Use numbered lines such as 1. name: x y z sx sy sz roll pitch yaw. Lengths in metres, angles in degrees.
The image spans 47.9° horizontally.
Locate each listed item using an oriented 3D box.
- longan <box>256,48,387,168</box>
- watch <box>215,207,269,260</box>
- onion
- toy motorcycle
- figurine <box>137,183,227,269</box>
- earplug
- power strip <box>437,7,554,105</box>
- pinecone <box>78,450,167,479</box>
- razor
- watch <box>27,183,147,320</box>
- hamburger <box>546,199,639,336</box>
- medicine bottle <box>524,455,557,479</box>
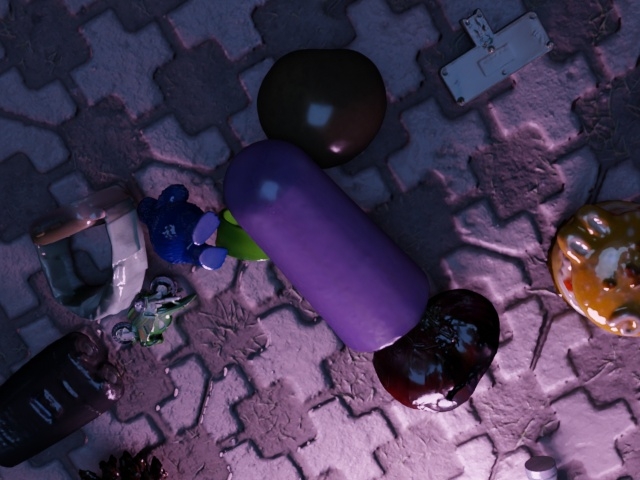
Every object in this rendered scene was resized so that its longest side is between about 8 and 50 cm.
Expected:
1. longan: 0.005 -0.259 1.363 0.248 0.248 0.248 0 101 2
2. watch: -0.121 -0.023 1.438 0.165 0.152 0.131 15 112 6
3. onion: 0.240 0.215 1.454 0.281 0.221 0.280 -12 120 -21
4. toy motorcycle: -0.356 0.161 1.533 0.106 0.074 0.190 38 99 -15
5. figurine: -0.292 -0.027 1.409 0.121 0.262 0.164 -18 108 -35
6. earplug: 0.000 0.000 1.335 0.215 0.215 0.456 -38 121 9
7. power strip: 0.326 -0.378 1.405 0.216 0.061 0.145 -33 99 7
8. pinecone: -0.410 0.554 1.548 0.222 0.221 0.221 0 101 2
9. razor: -0.593 0.345 1.556 0.327 0.107 0.189 -34 99 9
10. watch: -0.458 0.037 1.451 0.253 0.162 0.241 -17 100 34
11. hamburger: 0.592 0.041 1.419 0.261 0.186 0.302 -40 95 8
12. medicine bottle: 0.501 0.584 1.577 0.091 0.090 0.216 -15 100 5
